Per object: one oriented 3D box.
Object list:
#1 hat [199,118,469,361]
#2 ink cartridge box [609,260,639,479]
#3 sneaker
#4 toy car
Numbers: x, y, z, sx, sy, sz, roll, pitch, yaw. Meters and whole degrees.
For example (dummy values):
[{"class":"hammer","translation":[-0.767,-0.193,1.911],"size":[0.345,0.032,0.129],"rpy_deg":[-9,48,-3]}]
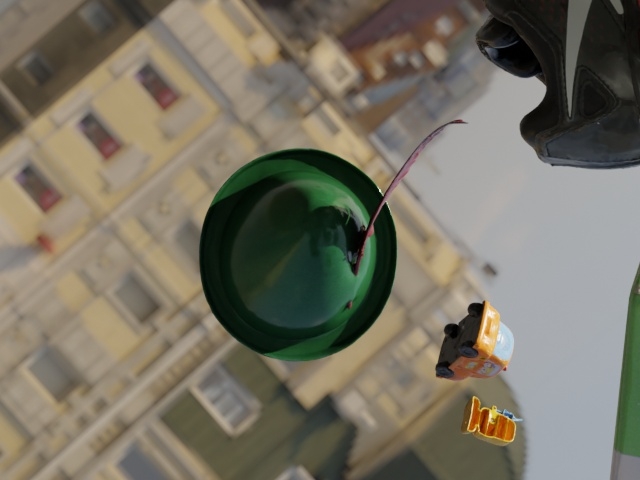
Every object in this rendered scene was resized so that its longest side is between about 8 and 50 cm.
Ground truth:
[{"class":"hat","translation":[0.000,0.000,1.411],"size":[0.183,0.173,0.208],"rpy_deg":[-178,-85,-79]},{"class":"ink cartridge box","translation":[0.173,0.108,0.678],"size":[0.115,0.273,0.198],"rpy_deg":[8,-155,14]},{"class":"sneaker","translation":[0.144,-0.159,0.962],"size":[0.135,0.276,0.097],"rpy_deg":[-11,161,16]},{"class":"toy car","translation":[0.093,0.089,1.027],"size":[0.060,0.040,0.122],"rpy_deg":[-56,-164,37]}]
